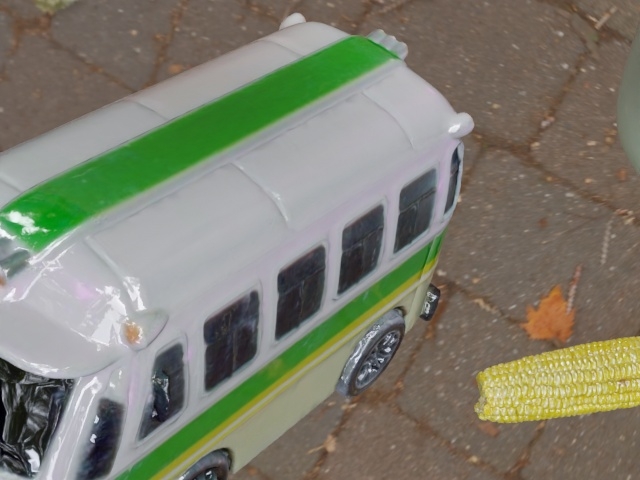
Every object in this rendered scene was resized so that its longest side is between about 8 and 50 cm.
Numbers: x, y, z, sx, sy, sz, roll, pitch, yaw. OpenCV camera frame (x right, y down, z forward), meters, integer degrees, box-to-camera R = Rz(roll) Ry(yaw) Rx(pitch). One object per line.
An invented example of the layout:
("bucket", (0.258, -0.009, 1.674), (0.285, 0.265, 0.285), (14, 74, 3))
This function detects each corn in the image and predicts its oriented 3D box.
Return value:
("corn", (0.245, 0.132, 1.019), (0.206, 0.067, 0.067), (-8, 91, -8))

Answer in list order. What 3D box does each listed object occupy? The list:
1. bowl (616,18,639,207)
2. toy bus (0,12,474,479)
("bowl", (0.441, -0.077, 1.079), (0.354, 0.354, 0.185), (30, 109, 18))
("toy bus", (-0.064, 0.019, 0.511), (0.143, 0.305, 0.179), (36, 135, 22))
